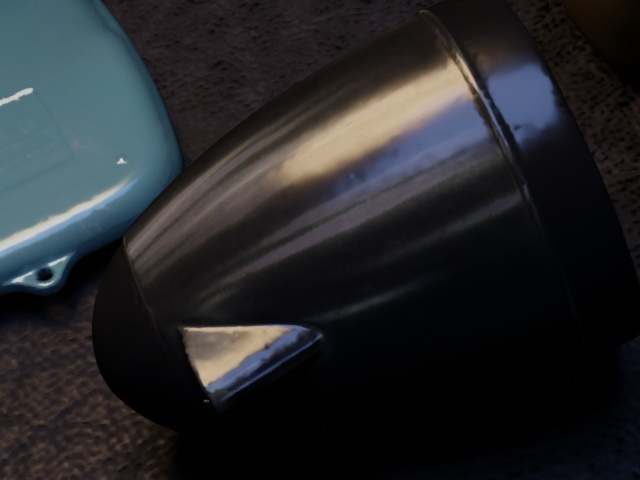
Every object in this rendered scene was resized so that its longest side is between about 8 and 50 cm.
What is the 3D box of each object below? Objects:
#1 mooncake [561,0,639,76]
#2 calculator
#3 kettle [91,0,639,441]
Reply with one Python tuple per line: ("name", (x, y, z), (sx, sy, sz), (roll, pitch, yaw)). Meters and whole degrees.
("mooncake", (0.231, -0.220, 1.101), (0.201, 0.378, 0.378), (-30, 49, -3))
("calculator", (-0.244, -0.089, 1.278), (0.256, 0.054, 0.386), (-26, 49, -13))
("kettle", (-0.001, -0.003, 1.056), (0.271, 0.207, 0.250), (-25, 54, -2))
